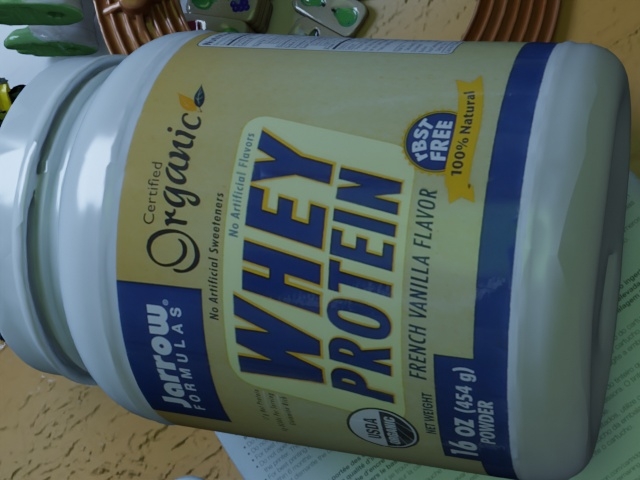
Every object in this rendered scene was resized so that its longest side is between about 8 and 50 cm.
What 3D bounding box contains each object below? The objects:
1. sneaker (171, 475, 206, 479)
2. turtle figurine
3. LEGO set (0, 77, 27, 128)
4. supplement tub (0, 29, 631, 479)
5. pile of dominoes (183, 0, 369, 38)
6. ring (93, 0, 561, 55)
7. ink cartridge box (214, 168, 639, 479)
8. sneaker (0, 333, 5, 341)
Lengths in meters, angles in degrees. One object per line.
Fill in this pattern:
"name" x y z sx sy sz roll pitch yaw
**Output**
"sneaker" -0.188 0.254 0.737 0.331 0.146 0.122 -27 99 32
"turtle figurine" -0.245 -0.287 0.806 0.198 0.275 0.266 -8 80 51
"LEGO set" -0.384 -0.059 0.742 0.332 0.192 0.254 4 115 23
"supplement tub" 0.000 0.000 0.591 0.316 0.228 0.228 5 81 19
"pile of dominoes" -0.043 -0.256 0.819 0.196 0.040 0.251 11 83 18
"ring" 0.006 -0.198 0.743 0.337 0.032 0.336 0 82 -1
"ink cartridge box" 0.108 0.100 0.693 0.324 0.071 0.330 -39 69 7
"sneaker" -0.194 0.029 0.801 0.211 0.080 0.081 0 55 17
